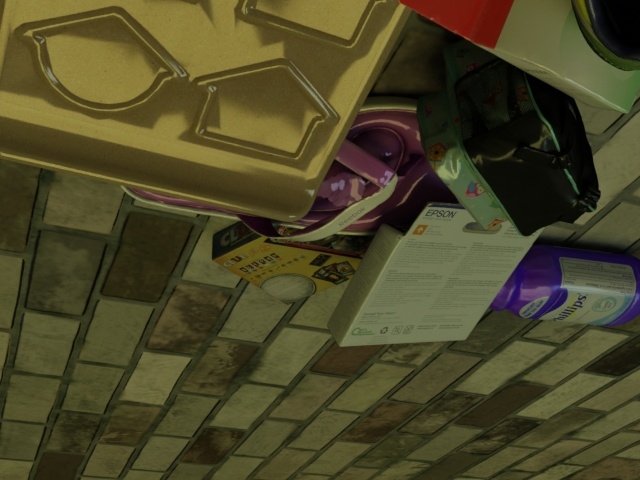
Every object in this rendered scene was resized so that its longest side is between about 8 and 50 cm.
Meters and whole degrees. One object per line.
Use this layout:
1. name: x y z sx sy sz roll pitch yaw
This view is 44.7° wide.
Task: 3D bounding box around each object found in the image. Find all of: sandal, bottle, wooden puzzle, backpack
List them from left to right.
1. wooden puzzle: -0.095 -0.199 0.660 0.322 0.080 0.348 12 123 -23
2. sandal: -0.021 -0.062 0.849 0.416 0.102 0.169 0 124 -2
3. backpack: 0.179 -0.114 0.757 0.144 0.188 0.166 -19 141 31
4. bottle: 0.318 0.060 1.103 0.283 0.092 0.118 7 147 -14

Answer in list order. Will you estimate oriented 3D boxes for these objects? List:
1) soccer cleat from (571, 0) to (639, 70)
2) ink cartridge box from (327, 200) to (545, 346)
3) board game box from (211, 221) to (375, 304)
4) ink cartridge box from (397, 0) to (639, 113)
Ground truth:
1. soccer cleat: 0.189 -0.253 0.521 0.093 0.121 0.289 -18 107 19
2. ink cartridge box: 0.144 0.034 0.942 0.223 0.045 0.224 3 129 -37
3. board game box: 0.000 0.000 1.036 0.243 0.042 0.165 -24 141 28
4. ink cartridge box: 0.192 -0.225 0.616 0.224 0.056 0.181 19 96 -30
